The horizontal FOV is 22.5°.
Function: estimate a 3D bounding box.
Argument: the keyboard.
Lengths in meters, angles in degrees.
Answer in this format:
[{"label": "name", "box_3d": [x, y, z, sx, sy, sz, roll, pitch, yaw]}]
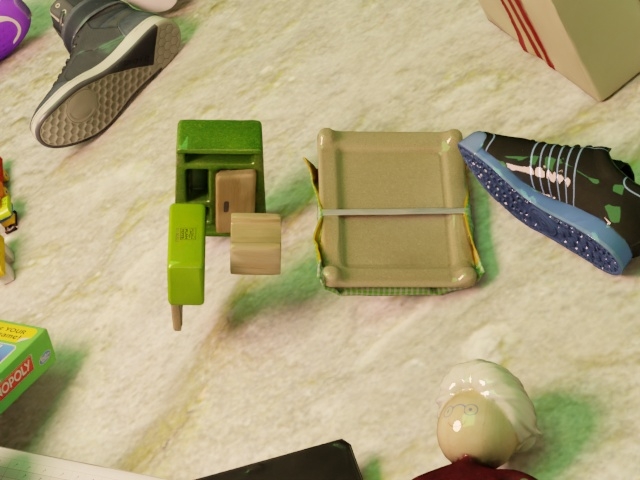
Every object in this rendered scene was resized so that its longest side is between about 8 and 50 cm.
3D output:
[{"label": "keyboard", "box_3d": [-0.043, 0.244, 1.403, 0.180, 0.023, 0.108, -14, 58, -11]}]

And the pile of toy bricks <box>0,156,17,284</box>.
[{"label": "pile of toy bricks", "box_3d": [-0.431, -0.034, 1.902, 0.118, 0.105, 0.212, -26, 43, 12]}]

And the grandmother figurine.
[{"label": "grandmother figurine", "box_3d": [0.115, 0.250, 1.294, 0.208, 0.104, 0.342, -2, 54, 21]}]

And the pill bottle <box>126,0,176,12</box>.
[{"label": "pill bottle", "box_3d": [-0.198, -0.388, 2.064, 0.108, 0.108, 0.193, -9, 48, 27]}]

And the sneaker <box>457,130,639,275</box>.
[{"label": "sneaker", "box_3d": [0.230, -0.054, 1.508, 0.090, 0.081, 0.232, -42, 49, -11]}]

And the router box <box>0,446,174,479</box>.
[{"label": "router box", "box_3d": [-0.286, 0.347, 1.482, 0.335, 0.082, 0.301, 5, 56, 37]}]

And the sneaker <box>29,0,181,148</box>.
[{"label": "sneaker", "box_3d": [-0.302, -0.215, 1.983, 0.163, 0.086, 0.226, 30, 63, 34]}]

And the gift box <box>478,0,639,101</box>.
[{"label": "gift box", "box_3d": [0.267, -0.347, 1.607, 0.276, 0.258, 0.255, -43, 43, -6]}]

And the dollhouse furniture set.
[{"label": "dollhouse furniture set", "box_3d": [0.000, 0.000, 1.616, 0.301, 0.151, 0.197, 0, 54, -3]}]

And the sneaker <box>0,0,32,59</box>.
[{"label": "sneaker", "box_3d": [-0.500, -0.213, 2.124, 0.293, 0.102, 0.146, -27, 47, 17]}]

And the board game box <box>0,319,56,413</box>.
[{"label": "board game box", "box_3d": [-0.466, 0.143, 1.677, 0.317, 0.046, 0.213, 8, 36, 28]}]
